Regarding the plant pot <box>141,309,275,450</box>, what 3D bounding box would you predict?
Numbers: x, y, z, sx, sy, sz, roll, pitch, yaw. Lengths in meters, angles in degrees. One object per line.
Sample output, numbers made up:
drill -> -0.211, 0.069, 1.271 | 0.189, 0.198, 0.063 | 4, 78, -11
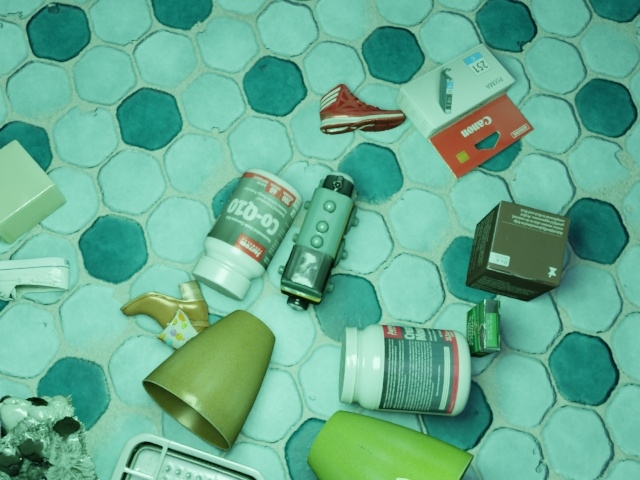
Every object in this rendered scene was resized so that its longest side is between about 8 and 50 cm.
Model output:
plant pot -> -0.219, 0.283, 1.488 | 0.237, 0.237, 0.254 | 34, 62, 6

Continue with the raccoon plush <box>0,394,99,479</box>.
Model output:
raccoon plush -> -0.549, 0.525, 1.404 | 0.216, 0.299, 0.447 | -18, 94, -17

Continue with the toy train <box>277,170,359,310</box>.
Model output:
toy train -> 0.000, 0.000, 1.575 | 0.142, 0.190, 0.334 | 21, 75, 2

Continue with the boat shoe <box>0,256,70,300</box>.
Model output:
boat shoe -> -0.713, 0.096, 1.562 | 0.257, 0.095, 0.084 | -8, 72, -4

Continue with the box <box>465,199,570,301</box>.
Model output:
box -> 0.455, 0.030, 1.585 | 0.168, 0.203, 0.167 | 15, 75, 0

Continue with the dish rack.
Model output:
dish rack -> -0.300, 0.595, 1.464 | 0.332, 0.072, 0.286 | 18, 74, 2

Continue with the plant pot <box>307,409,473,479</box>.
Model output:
plant pot -> 0.129, 0.494, 1.435 | 0.293, 0.275, 0.275 | 29, 75, 21

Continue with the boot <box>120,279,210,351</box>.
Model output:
boot -> -0.356, 0.189, 1.571 | 0.197, 0.073, 0.153 | -16, 83, -1

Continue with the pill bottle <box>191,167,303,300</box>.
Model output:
pill bottle -> -0.172, -0.012, 1.584 | 0.161, 0.161, 0.283 | 27, 75, 4

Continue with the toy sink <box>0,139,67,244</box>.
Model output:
toy sink -> -0.750, -0.092, 1.592 | 0.234, 0.131, 0.153 | -42, 81, -17

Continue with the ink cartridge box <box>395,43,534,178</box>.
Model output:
ink cartridge box -> 0.380, -0.335, 1.720 | 0.296, 0.066, 0.261 | -32, 79, -22

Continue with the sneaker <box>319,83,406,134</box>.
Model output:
sneaker -> 0.103, -0.347, 1.727 | 0.221, 0.087, 0.128 | -5, 77, -5

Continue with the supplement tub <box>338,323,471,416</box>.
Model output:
supplement tub -> 0.184, 0.287, 1.508 | 0.272, 0.191, 0.191 | 5, 75, -2

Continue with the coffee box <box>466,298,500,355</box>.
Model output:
coffee box -> 0.370, 0.204, 1.544 | 0.040, 0.184, 0.113 | 4, 76, 1

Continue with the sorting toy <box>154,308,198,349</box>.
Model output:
sorting toy -> -0.318, 0.213, 1.529 | 0.075, 0.045, 0.083 | 41, 91, -20
